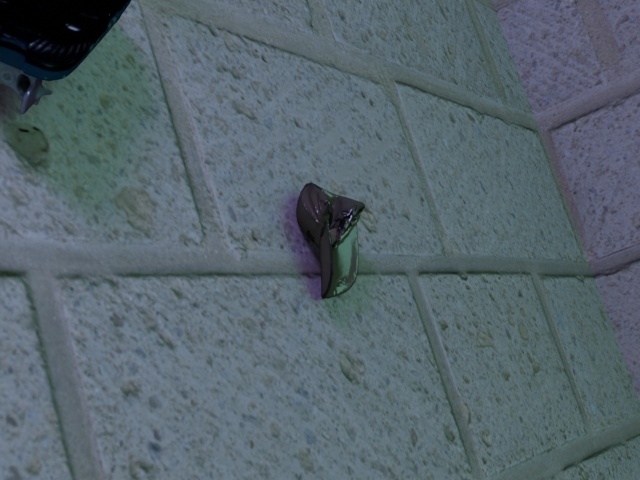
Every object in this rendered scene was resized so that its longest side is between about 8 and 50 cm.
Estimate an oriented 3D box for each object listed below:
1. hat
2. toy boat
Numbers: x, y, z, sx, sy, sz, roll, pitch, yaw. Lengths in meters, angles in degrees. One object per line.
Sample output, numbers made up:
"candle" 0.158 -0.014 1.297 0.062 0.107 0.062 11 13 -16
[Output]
"hat" 0.000 0.000 1.496 0.147 0.085 0.175 14 79 -67
"toy boat" -0.313 -0.253 1.155 0.134 0.092 0.299 25 33 -7
